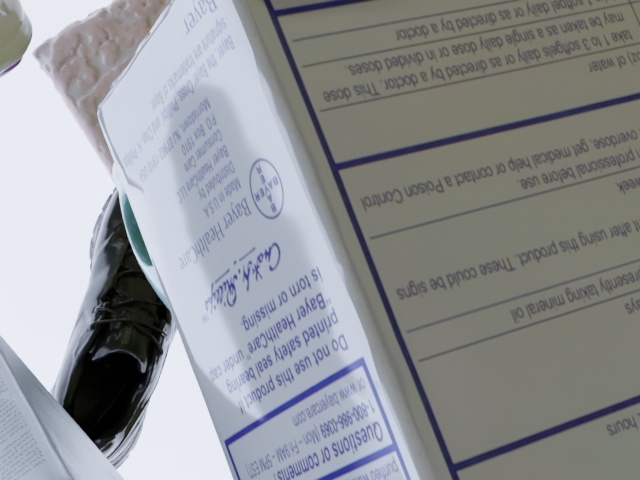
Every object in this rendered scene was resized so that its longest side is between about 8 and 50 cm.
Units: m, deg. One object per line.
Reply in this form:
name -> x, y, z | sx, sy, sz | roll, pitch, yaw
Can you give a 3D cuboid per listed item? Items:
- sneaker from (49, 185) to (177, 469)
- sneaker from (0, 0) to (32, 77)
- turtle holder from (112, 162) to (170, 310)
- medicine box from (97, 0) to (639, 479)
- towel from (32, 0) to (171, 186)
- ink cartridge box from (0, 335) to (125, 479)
sneaker -> -0.155, 0.062, 1.295 | 0.109, 0.130, 0.286 | 15, -101, -8
sneaker -> -0.345, -0.189, 1.349 | 0.305, 0.114, 0.152 | -71, -35, -59
turtle holder -> -0.018, -0.001, 1.041 | 0.227, 0.243, 0.320 | 38, -138, -59
medicine box -> 0.089, 0.018, 0.641 | 0.264, 0.149, 0.289 | -15, -102, -30
towel -> -0.084, -0.163, 1.574 | 0.332, 0.053, 0.317 | -31, -112, -5
ink cartridge box -> -0.081, 0.216, 0.811 | 0.071, 0.330, 0.324 | -38, -66, -7
